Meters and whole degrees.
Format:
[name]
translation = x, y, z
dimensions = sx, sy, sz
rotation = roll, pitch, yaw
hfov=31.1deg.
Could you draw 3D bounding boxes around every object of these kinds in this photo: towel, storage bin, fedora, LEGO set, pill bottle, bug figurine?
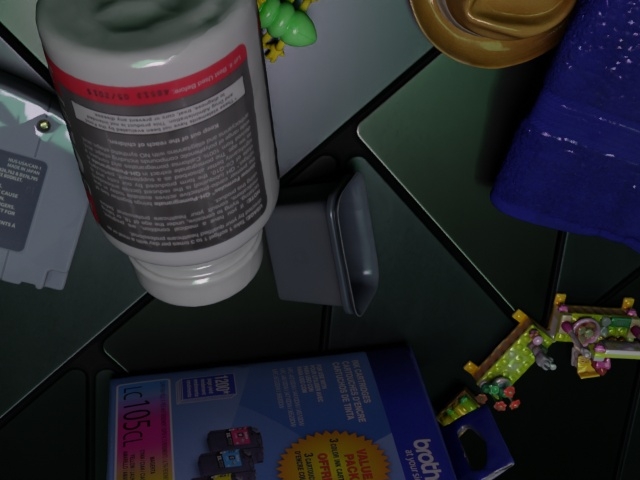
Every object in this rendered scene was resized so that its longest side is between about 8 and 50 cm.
[towel]
translation = 0.317, -0.127, 1.100
dimensions = 0.227, 0.076, 0.308
rotation = 18, 129, -1
[storage bin]
translation = 0.000, 0.000, 1.161
dimensions = 0.091, 0.098, 0.135
rotation = 1, 118, 21
[fedora]
translation = 0.182, -0.243, 1.079
dimensions = 0.194, 0.079, 0.194
rotation = -3, 114, -7
[LEGO set]
translation = 0.262, 0.143, 1.249
dimensions = 0.286, 0.107, 0.132
rotation = -17, 115, -1
[pill bottle]
translation = -0.128, -0.090, 1.009
dimensions = 0.176, 0.176, 0.319
rotation = -10, 138, -4
[bug figurine]
translation = -0.067, -0.283, 1.025
dimensions = 0.216, 0.072, 0.279
rotation = 25, 107, -19

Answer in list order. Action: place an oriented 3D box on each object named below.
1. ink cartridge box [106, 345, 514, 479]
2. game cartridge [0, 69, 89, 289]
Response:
[ink cartridge box]
translation = -0.012, 0.249, 1.164
dimensions = 0.395, 0.270, 0.151
rotation = -5, 120, -7
[game cartridge]
translation = -0.362, -0.076, 1.083
dimensions = 0.297, 0.062, 0.198
rotation = 16, 106, -15
